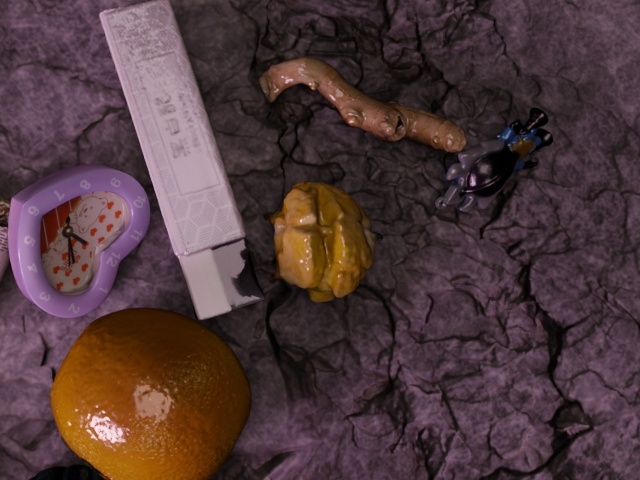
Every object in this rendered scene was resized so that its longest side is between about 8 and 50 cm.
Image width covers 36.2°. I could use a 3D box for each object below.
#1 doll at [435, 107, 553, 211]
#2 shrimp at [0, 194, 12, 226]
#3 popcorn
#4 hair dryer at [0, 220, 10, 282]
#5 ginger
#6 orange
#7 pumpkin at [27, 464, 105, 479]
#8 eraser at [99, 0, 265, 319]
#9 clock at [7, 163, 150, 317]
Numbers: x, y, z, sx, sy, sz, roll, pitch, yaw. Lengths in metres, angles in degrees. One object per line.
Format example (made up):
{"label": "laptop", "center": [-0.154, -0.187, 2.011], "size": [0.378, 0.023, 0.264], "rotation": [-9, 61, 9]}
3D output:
{"label": "doll", "center": [0.232, -0.102, 1.320], "size": [0.195, 0.070, 0.096], "rotation": [-37, 126, -12]}
{"label": "shrimp", "center": [-0.441, -0.033, 1.241], "size": [0.161, 0.034, 0.091], "rotation": [36, 82, -5]}
{"label": "popcorn", "center": [0.000, 0.000, 1.245], "size": [0.152, 0.167, 0.148], "rotation": [-16, 118, 13]}
{"label": "hair dryer", "center": [-0.508, 0.035, 1.200], "size": [0.220, 0.053, 0.195], "rotation": [24, 90, -8]}
{"label": "ginger", "center": [0.056, -0.176, 1.303], "size": [0.288, 0.089, 0.075], "rotation": [19, 128, -4]}
{"label": "orange", "center": [-0.199, 0.189, 1.164], "size": [0.236, 0.236, 0.236], "rotation": [1, 85, -8]}
{"label": "pumpkin", "center": [-0.299, 0.367, 1.178], "size": [0.194, 0.150, 0.194], "rotation": [3, 117, 6]}
{"label": "eraser", "center": [-0.175, -0.102, 1.250], "size": [0.096, 0.098, 0.403], "rotation": [-18, 88, -9]}
{"label": "clock", "center": [-0.315, -0.012, 1.217], "size": [0.172, 0.064, 0.198], "rotation": [36, 79, -43]}
